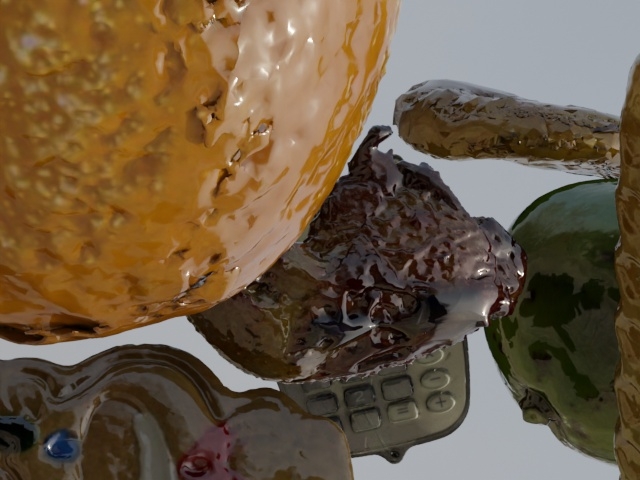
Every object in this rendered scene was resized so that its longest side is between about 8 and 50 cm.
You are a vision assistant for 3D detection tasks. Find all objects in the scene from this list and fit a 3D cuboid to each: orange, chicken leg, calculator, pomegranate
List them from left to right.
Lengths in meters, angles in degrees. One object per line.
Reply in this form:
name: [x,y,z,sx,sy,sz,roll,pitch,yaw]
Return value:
orange: [-0.124,-0.130,0.768,0.340,0.293,0.340,10,-50,12]
chicken leg: [-0.002,0.013,1.149,0.083,0.322,0.177,-172,-103,-70]
calculator: [0.036,0.067,1.469,0.040,0.177,0.268,-36,114,-82]
pomegranate: [0.270,0.044,1.325,0.236,0.302,0.236,42,-31,32]

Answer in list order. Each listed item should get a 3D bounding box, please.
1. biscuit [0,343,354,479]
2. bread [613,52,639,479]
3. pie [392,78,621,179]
biscuit: [-0.134,0.146,1.090,0.320,0.183,0.047,22,-34,-3]
bread: [0.213,0.047,0.957,0.084,0.077,0.367,18,-52,35]
pie: [0.190,-0.093,1.487,0.273,0.273,0.069,21,-77,54]
